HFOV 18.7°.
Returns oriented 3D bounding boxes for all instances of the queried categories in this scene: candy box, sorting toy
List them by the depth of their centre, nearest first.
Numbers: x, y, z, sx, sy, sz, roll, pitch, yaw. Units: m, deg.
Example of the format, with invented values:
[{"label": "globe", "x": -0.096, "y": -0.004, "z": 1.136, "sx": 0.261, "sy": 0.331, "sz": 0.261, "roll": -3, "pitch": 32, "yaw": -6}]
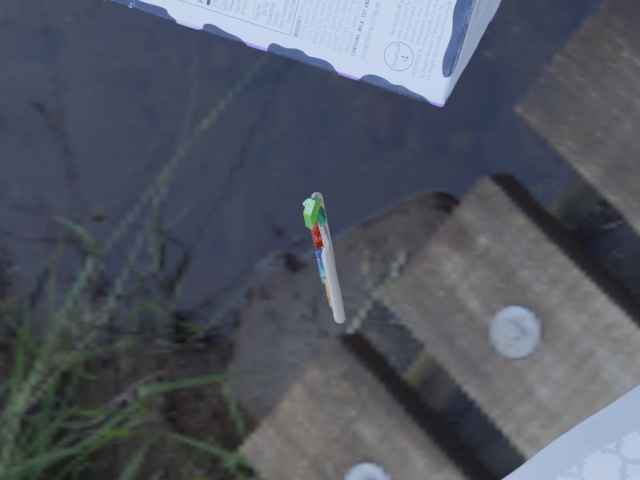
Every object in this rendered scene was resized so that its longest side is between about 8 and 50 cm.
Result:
[{"label": "candy box", "x": -0.014, "y": -0.143, "z": 0.877, "sx": 0.196, "sy": 0.165, "sz": 0.070, "roll": 18, "pitch": 115, "yaw": 7}, {"label": "sorting toy", "x": 0.000, "y": 0.000, "z": 1.136, "sx": 0.012, "sy": 0.062, "sz": 0.083, "roll": -11, "pitch": 126, "yaw": 1}]

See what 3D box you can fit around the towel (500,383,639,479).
[{"label": "towel", "x": 0.124, "y": 0.159, "z": 0.590, "sx": 0.332, "sy": 0.053, "sz": 0.317, "roll": -33, "pitch": 31, "yaw": -8}]
